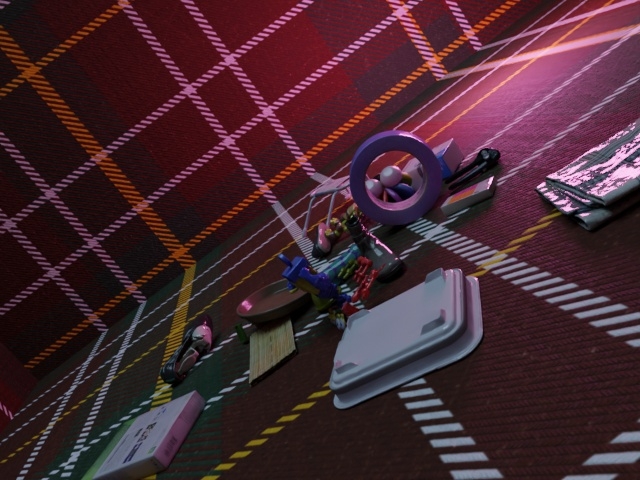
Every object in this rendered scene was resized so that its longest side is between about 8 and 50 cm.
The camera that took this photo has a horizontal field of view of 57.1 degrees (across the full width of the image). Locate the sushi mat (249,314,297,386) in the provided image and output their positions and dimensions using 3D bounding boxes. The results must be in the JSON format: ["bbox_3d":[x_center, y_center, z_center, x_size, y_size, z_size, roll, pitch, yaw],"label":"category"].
[{"bbox_3d":[-0.137,0.289,1.637,0.151,0.019,0.316,-35,15,3],"label":"sushi mat"}]

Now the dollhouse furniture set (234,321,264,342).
[{"bbox_3d":[-0.190,0.263,1.846,0.151,0.059,0.076,-23,-4,-35],"label":"dollhouse furniture set"}]

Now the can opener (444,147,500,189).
[{"bbox_3d":[0.460,-0.213,1.770,0.186,0.073,0.059,-37,52,11],"label":"can opener"}]

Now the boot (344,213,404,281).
[{"bbox_3d":[0.129,0.013,1.591,0.083,0.161,0.246,-38,14,-1],"label":"boot"}]

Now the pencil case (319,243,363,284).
[{"bbox_3d":[0.062,0.079,1.740,0.151,0.064,0.070,-39,30,-9],"label":"pencil case"}]

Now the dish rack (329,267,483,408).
[{"bbox_3d":[0.158,0.179,1.185,0.332,0.072,0.285,-32,16,24],"label":"dish rack"}]

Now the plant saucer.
[{"bbox_3d":[-0.125,0.177,1.811,0.277,0.041,0.278,-21,13,5],"label":"plant saucer"}]

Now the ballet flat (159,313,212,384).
[{"bbox_3d":[-0.422,0.363,1.965,0.096,0.095,0.280,-10,39,42],"label":"ballet flat"}]

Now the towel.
[{"bbox_3d":[0.615,-0.160,1.201,0.324,0.056,0.312,-35,14,11],"label":"towel"}]

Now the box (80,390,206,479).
[{"bbox_3d":[-0.473,0.541,1.568,0.322,0.058,0.232,-27,17,29],"label":"box"}]

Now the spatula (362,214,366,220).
[{"bbox_3d":[0.213,-0.133,2.123,0.296,0.030,0.084,-37,19,-4],"label":"spatula"}]

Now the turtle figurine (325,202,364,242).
[{"bbox_3d":[0.110,-0.099,2.075,0.217,0.087,0.270,-45,27,45],"label":"turtle figurine"}]

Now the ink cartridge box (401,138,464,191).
[{"bbox_3d":[0.376,-0.250,2.009,0.190,0.082,0.140,-23,20,40],"label":"ink cartridge box"}]

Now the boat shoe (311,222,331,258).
[{"bbox_3d":[0.000,0.000,2.126,0.065,0.075,0.206,-43,14,21],"label":"boat shoe"}]

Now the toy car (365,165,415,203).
[{"bbox_3d":[0.232,-0.142,1.932,0.182,0.159,0.136,-34,49,8],"label":"toy car"}]

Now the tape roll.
[{"bbox_3d":[0.224,-0.189,1.776,0.274,0.275,0.090,-34,14,13],"label":"tape roll"}]

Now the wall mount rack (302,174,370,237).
[{"bbox_3d":[0.050,-0.152,2.411,0.304,0.130,0.350,-39,14,-23],"label":"wall mount rack"}]

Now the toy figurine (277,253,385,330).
[{"bbox_3d":[-0.010,0.077,1.512,0.191,0.217,0.362,-59,10,-4],"label":"toy figurine"}]

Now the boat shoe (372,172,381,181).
[{"bbox_3d":[0.244,-0.241,2.362,0.042,0.049,0.133,-35,16,-26],"label":"boat shoe"}]

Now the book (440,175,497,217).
[{"bbox_3d":[0.411,-0.125,1.624,0.144,0.035,0.096,-26,14,35],"label":"book"}]
